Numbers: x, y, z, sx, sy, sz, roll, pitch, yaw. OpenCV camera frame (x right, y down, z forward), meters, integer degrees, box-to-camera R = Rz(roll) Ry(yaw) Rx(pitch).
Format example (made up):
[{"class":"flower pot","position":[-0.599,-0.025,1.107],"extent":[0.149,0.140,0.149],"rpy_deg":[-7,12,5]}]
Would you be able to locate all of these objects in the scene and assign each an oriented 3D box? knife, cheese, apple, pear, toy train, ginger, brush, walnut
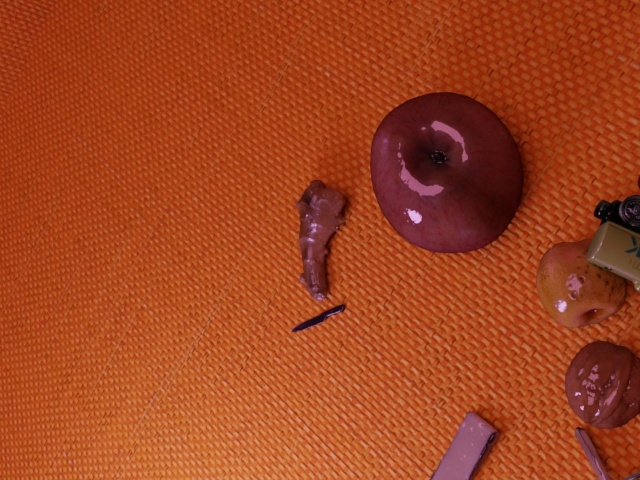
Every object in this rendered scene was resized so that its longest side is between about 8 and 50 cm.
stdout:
[{"class":"knife","position":[-0.007,0.193,1.971],"extent":[0.170,0.010,0.023],"rpy_deg":[-27,66,30]},{"class":"cheese","position":[0.263,0.557,1.751],"extent":[0.085,0.034,0.400],"rpy_deg":[34,103,35]},{"class":"apple","position":[0.253,-0.144,1.683],"extent":[0.345,0.269,0.344],"rpy_deg":[-4,82,32]},{"class":"pear","position":[0.505,0.080,1.576],"extent":[0.178,0.178,0.178],"rpy_deg":[-3,84,32]},{"class":"toy train","position":[0.613,0.025,1.484],"extent":[0.253,0.105,0.157],"rpy_deg":[25,78,2]},{"class":"ginger","position":[0.000,0.000,1.949],"extent":[0.131,0.086,0.294],"rpy_deg":[1,94,24]},{"class":"brush","position":[0.573,0.512,1.537],"extent":[0.020,0.085,0.336],"rpy_deg":[-22,67,-3]},{"class":"walnut","position":[0.544,0.276,1.537],"extent":[0.167,0.149,0.166],"rpy_deg":[0,83,-1]}]

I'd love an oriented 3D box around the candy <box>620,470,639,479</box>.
[{"class":"candy","position":[0.666,0.389,1.471],"extent":[0.288,0.078,0.084],"rpy_deg":[-36,39,19]}]

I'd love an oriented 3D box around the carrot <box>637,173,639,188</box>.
[{"class":"carrot","position":[0.724,-0.173,1.473],"extent":[0.302,0.139,0.138],"rpy_deg":[-42,65,15]}]
